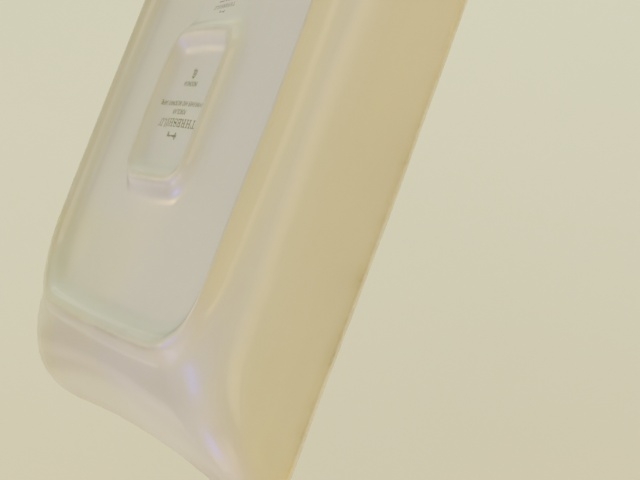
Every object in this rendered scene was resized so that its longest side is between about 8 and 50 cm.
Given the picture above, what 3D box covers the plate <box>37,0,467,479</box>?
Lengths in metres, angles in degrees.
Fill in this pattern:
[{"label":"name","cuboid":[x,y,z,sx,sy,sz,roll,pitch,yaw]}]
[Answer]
[{"label":"plate","cuboid":[-0.043,-0.052,0.598,0.045,0.277,0.278,23,-95,-26]}]
